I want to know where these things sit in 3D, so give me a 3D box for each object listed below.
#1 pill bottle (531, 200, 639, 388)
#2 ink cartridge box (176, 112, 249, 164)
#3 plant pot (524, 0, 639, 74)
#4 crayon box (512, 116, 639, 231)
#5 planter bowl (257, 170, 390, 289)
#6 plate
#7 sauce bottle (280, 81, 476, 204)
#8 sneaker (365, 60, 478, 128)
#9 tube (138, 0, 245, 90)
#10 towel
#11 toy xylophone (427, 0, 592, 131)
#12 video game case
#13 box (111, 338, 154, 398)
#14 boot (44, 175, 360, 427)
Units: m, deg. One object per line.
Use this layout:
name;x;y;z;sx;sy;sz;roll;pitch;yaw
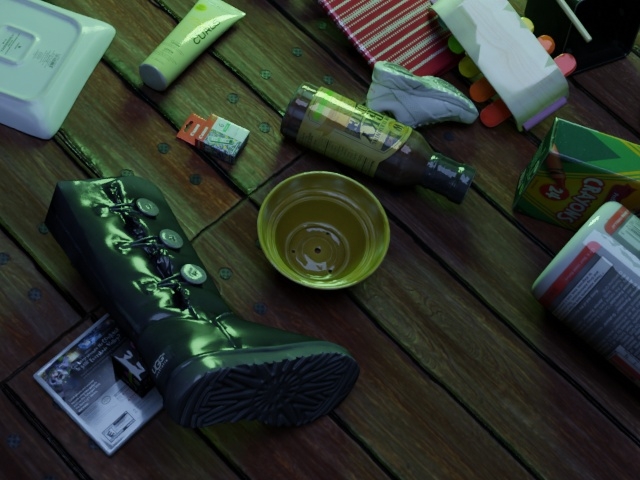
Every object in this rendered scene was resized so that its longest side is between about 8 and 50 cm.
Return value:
pill bottle;0.539;0.124;1.526;0.363;0.210;0.210;42;64;13
ink cartridge box;-0.190;-0.187;1.674;0.115;0.029;0.063;26;62;4
plant pot;0.505;-0.456;1.850;0.187;0.188;0.167;-20;54;-18
crayon box;0.515;-0.079;1.632;0.318;0.202;0.081;18;62;1
planter bowl;0.000;0.000;1.572;0.217;0.090;0.217;4;63;-7
plate;-0.545;-0.337;1.689;0.278;0.045;0.277;21;61;2
sauce bottle;0.103;-0.165;1.665;0.344;0.111;0.111;24;62;3
sneaker;0.179;-0.244;1.738;0.232;0.115;0.090;16;25;-24
tube;-0.241;-0.372;1.749;0.070;0.062;0.240;54;54;-26
towel;0.135;-0.413;1.811;0.199;0.031;0.275;-37;86;-24
toy xylophone;0.354;-0.371;1.759;0.236;0.081;0.323;-28;83;6
video game case;-0.309;0.205;1.457;0.173;0.022;0.190;42;65;13
box;-0.270;0.186;1.411;0.062;0.083;0.052;39;64;12
boot;-0.183;0.082;1.464;0.367;0.146;0.445;13;26;-49
